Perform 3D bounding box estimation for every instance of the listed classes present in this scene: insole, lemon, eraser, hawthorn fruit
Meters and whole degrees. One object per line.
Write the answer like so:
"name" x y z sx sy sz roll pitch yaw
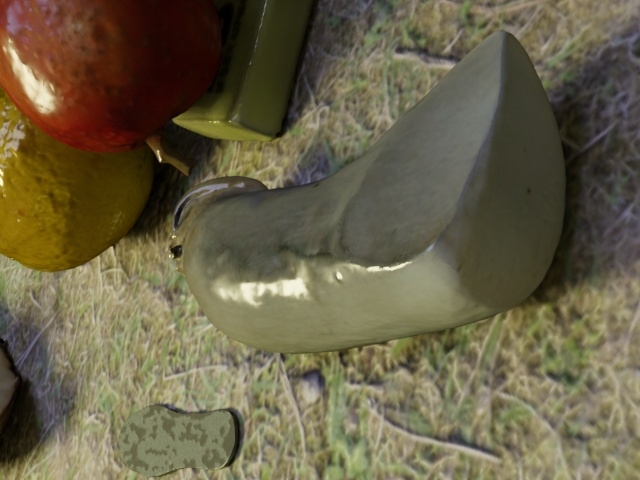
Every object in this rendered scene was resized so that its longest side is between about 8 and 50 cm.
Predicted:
"insole" -0.129 0.176 1.060 0.193 0.006 0.065 -13 65 50
"lemon" -0.261 -0.073 1.183 0.231 0.192 0.192 -58 38 31
"eraser" -0.068 -0.179 1.084 0.117 0.058 0.172 9 83 53
"hawthorn fruit" -0.177 -0.166 1.019 0.205 0.205 0.253 -33 82 42

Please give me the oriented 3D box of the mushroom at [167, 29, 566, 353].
"mushroom" -0.001 0.000 0.868 0.397 0.126 0.177 -18 52 49

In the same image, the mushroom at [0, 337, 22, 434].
"mushroom" -0.424 0.201 1.333 0.286 0.156 0.151 -129 51 -62
